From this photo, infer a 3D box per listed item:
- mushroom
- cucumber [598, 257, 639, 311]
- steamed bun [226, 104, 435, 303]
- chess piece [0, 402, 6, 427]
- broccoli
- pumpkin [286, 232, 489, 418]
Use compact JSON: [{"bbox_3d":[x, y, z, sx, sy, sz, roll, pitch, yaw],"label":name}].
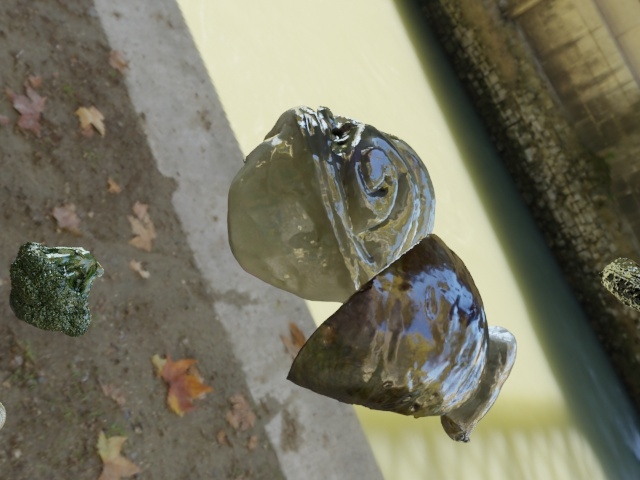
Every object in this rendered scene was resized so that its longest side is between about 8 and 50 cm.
[{"bbox_3d":[0.279,0.258,1.309,0.092,0.223,0.081,4,24,-33],"label":"mushroom"},{"bbox_3d":[0.403,0.061,0.930,0.058,0.058,0.187,59,8,-4],"label":"cucumber"},{"bbox_3d":[0.032,-0.080,1.204,0.352,0.247,0.339,19,47,-15],"label":"steamed bun"},{"bbox_3d":[-0.730,0.394,1.562,0.094,0.094,0.170,56,-12,-8],"label":"chess piece"},{"bbox_3d":[-0.402,0.066,1.106,0.138,0.162,0.146,-35,140,-32],"label":"broccoli"},{"bbox_3d":[0.129,0.105,0.863,0.169,0.148,0.312,42,48,19],"label":"pumpkin"}]
